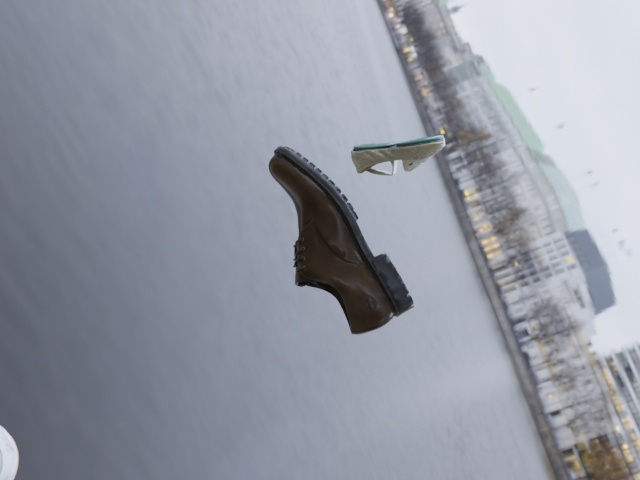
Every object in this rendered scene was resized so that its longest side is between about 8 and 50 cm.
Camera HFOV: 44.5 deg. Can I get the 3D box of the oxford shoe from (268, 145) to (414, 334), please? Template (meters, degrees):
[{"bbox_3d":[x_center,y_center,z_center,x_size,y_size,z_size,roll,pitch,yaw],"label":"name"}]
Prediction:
[{"bbox_3d":[0.000,0.000,0.841,0.227,0.096,0.083,57,-6,10],"label":"oxford shoe"}]

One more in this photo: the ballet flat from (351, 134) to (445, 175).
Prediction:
[{"bbox_3d":[0.121,-0.126,1.185,0.057,0.168,0.052,-21,106,-46],"label":"ballet flat"}]

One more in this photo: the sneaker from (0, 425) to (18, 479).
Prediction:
[{"bbox_3d":[-0.419,0.165,0.744,0.121,0.262,0.099,106,10,-76],"label":"sneaker"}]
